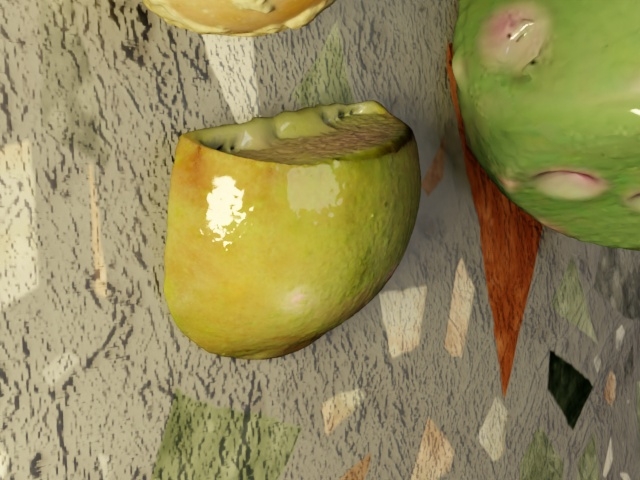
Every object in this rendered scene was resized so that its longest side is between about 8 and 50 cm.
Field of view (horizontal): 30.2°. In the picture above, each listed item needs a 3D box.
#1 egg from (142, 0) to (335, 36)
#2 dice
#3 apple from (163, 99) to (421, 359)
[{"bbox_3d":[-0.049,-0.245,0.769,0.203,0.203,0.245,52,43,-40],"label":"egg"},{"bbox_3d":[0.339,-0.181,1.204,0.322,0.330,0.318,34,58,-49],"label":"dice"},{"bbox_3d":[0.000,0.000,0.905,0.265,0.120,0.193,-16,113,-51],"label":"apple"}]
